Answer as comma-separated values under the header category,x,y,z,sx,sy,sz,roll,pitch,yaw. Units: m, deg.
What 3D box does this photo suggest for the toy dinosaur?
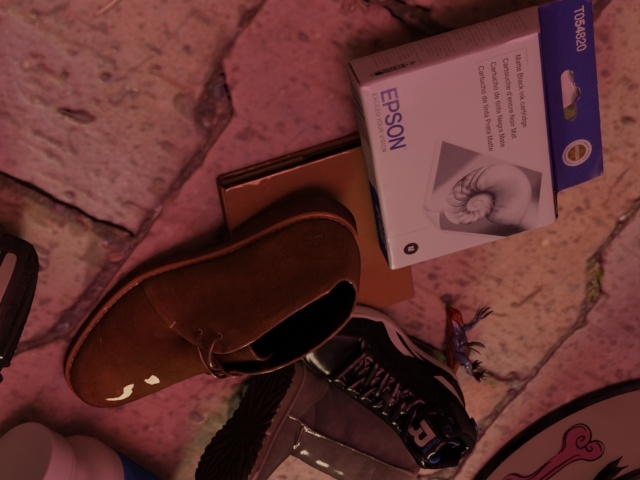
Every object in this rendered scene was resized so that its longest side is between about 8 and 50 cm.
category,x,y,z,sx,sy,sz,roll,pitch,yaw
toy dinosaur,0.133,0.102,1.937,0.090,0.047,0.082,-31,116,15

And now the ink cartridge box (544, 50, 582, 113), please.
category,x,y,z,sx,sy,sz,roll,pitch,yaw
ink cartridge box,0.170,-0.128,1.771,0.115,0.029,0.063,-28,133,3

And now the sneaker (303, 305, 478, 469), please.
category,x,y,z,sx,sy,sz,roll,pitch,yaw
sneaker,0.073,0.143,1.855,0.217,0.121,0.079,29,114,-38

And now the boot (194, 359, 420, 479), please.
category,x,y,z,sx,sy,sz,roll,pitch,yaw
boot,-0.003,0.213,1.930,0.208,0.076,0.189,31,95,-45

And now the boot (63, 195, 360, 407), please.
category,x,y,z,sx,sy,sz,roll,pitch,yaw
boot,-0.099,0.078,1.741,0.305,0.115,0.112,-30,131,17

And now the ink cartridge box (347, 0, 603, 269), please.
category,x,y,z,sx,sy,sz,roll,pitch,yaw
ink cartridge box,0.147,-0.093,1.738,0.224,0.045,0.223,-18,133,-6

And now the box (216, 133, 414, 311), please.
category,x,y,z,sx,sy,sz,roll,pitch,yaw
box,0.000,0.000,1.802,0.164,0.021,0.201,-18,132,-10

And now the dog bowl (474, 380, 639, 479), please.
category,x,y,z,sx,sy,sz,roll,pitch,yaw
dog bowl,0.343,0.348,2.158,0.408,0.150,0.408,-13,131,-16

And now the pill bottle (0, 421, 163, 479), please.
category,x,y,z,sx,sy,sz,roll,pitch,yaw
pill bottle,-0.208,0.256,1.843,0.124,0.124,0.221,-42,133,11

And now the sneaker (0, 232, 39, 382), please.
category,x,y,z,sx,sy,sz,roll,pitch,yaw
sneaker,-0.434,0.140,1.616,0.257,0.169,0.447,32,79,1
